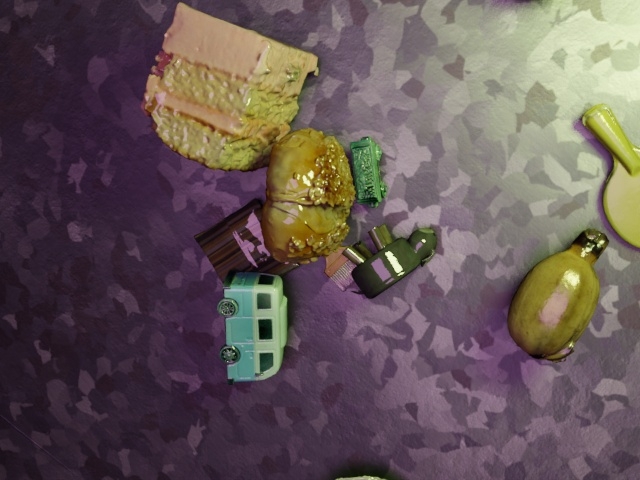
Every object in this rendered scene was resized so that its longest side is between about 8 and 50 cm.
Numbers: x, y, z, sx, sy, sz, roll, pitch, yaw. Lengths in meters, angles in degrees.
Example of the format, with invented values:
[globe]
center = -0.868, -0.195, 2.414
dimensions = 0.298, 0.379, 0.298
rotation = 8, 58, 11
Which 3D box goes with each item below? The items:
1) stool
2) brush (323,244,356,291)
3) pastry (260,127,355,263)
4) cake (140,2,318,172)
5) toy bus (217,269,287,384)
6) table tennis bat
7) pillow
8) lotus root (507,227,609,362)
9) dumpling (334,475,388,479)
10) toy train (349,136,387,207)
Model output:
[stool]
center = 0.159, 0.036, 1.567
dimensions = 0.228, 0.153, 0.139
rotation = -32, 84, -25
[brush]
center = 0.000, 0.000, 1.662
dimensions = 0.103, 0.013, 0.272
rotation = -44, 85, 16
[pastry]
center = -0.014, -0.098, 1.508
dimensions = 0.184, 0.284, 0.316
rotation = 9, 92, 16
[cake]
center = -0.217, -0.346, 1.518
dimensions = 0.293, 0.314, 0.307
rotation = 28, 106, 12
[toy bus]
center = -0.166, 0.220, 1.658
dimensions = 0.164, 0.133, 0.271
rotation = 0, 107, 1
[table tennis bat]
center = 0.697, -0.141, 1.434
dimensions = 0.224, 0.054, 0.369
rotation = -39, 91, 18
[pillow]
center = -0.194, 0.028, 1.697
dimensions = 0.208, 0.052, 0.212
rotation = -31, 92, 18
[lotus root]
center = 0.530, 0.112, 1.447
dimensions = 0.183, 0.183, 0.310
rotation = 28, 100, 10
[dumpling]
center = 0.149, 0.741, 1.652
dimensions = 0.341, 0.181, 0.260
rotation = 33, 97, 31
[toy train]
center = 0.112, -0.161, 1.562
dimensions = 0.070, 0.099, 0.172
rotation = -6, 96, 19
